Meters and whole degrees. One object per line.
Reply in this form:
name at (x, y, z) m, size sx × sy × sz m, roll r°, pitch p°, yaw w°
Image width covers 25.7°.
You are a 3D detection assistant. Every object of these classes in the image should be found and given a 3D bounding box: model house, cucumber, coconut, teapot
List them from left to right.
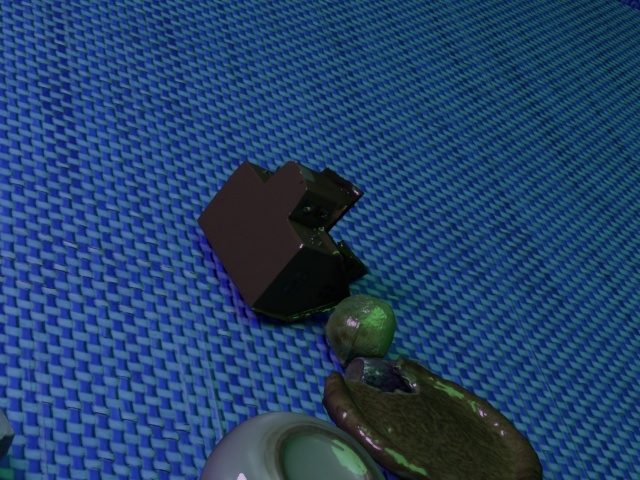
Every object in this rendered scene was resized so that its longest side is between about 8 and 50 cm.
teapot at (-0.055, 0.291, 1.322) m, size 0.220 × 0.149 × 0.318 m, roll 46°, pitch 34°, yaw 17°
model house at (0.000, 0.000, 1.806) m, size 0.248 × 0.176 × 0.181 m, roll 20°, pitch 28°, yaw -51°
coconut at (0.049, 0.113, 1.735) m, size 0.088 × 0.096 × 0.088 m, roll 25°, pitch -11°, yaw 5°
cucumber at (0.080, 0.174, 1.703) m, size 0.112 × 0.064 × 0.064 m, roll 6°, pitch 39°, yaw -34°

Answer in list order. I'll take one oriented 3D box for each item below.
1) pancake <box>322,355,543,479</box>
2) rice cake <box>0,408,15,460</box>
pancake at (0.125, 0.205, 1.553) m, size 0.288 × 0.033 × 0.286 m, roll 22°, pitch 20°, yaw -23°
rice cake at (-0.361, 0.141, 1.340) m, size 0.063 × 0.069 × 0.206 m, roll -5°, pitch 45°, yaw -46°
